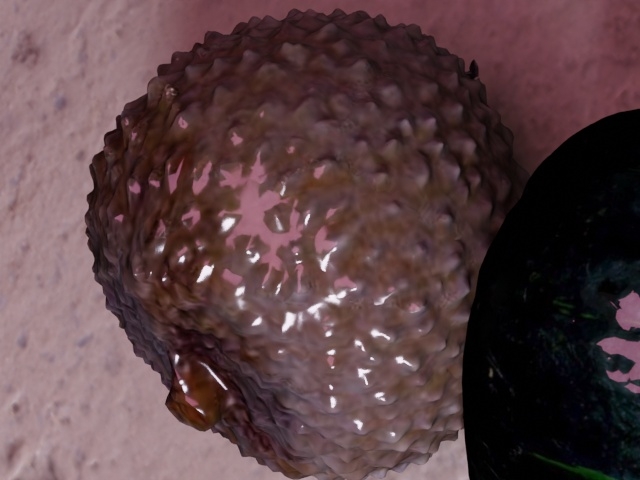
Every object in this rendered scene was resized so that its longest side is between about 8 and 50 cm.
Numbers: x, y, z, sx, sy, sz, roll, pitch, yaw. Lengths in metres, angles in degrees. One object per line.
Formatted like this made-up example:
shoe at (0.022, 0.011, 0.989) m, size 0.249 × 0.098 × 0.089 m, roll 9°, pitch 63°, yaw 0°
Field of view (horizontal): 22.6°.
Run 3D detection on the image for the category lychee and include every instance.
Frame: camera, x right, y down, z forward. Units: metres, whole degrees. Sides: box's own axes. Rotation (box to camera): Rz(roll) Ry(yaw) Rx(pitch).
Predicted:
lychee at (-0.003, 0.003, 1.002) m, size 0.300 × 0.300 × 0.300 m, roll -3°, pitch 83°, yaw 26°

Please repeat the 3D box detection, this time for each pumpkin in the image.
pumpkin at (0.213, 0.080, 0.856) m, size 0.238 × 0.315 × 0.315 m, roll 11°, pitch 89°, yaw 23°
